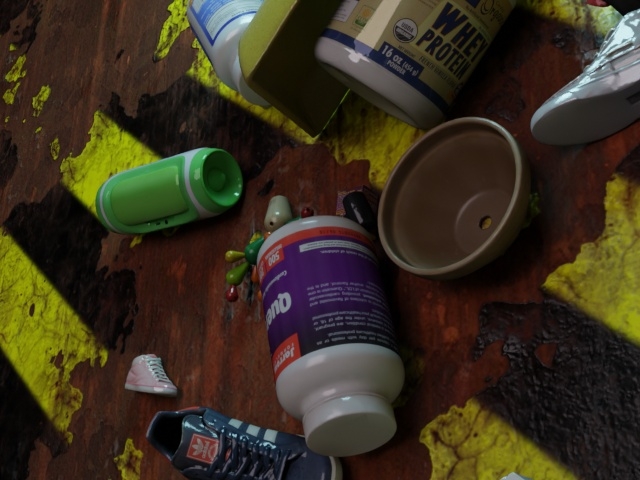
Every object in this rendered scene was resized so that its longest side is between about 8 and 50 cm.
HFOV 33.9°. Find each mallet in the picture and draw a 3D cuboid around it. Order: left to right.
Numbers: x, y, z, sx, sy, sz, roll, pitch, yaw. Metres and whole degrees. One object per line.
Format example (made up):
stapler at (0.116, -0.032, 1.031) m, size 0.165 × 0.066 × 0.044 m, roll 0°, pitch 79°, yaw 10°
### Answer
mallet at (0.000, 0.000, 1.610) m, size 0.190 × 0.039 × 0.062 m, roll -36°, pitch 60°, yaw 7°

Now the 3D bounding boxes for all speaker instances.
speaker at (-0.284, -0.088, 1.954) m, size 0.297 × 0.131 × 0.131 m, roll -11°, pitch 60°, yaw 39°

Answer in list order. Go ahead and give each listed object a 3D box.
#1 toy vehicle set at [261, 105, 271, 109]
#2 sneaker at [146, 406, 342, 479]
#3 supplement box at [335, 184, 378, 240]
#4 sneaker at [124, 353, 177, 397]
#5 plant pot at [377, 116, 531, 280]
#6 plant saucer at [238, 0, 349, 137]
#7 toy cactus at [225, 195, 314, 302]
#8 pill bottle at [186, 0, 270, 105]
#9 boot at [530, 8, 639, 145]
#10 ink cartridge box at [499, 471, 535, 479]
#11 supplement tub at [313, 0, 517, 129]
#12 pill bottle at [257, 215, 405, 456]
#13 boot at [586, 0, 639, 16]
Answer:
toy vehicle set at (-0.057, -0.391, 1.976) m, size 0.166 × 0.035 × 0.266 m, roll -26°, pitch 51°, yaw 31°
sneaker at (-0.127, 0.322, 1.549) m, size 0.350 × 0.148 × 0.131 m, roll 2°, pitch 69°, yaw 44°
supplement box at (0.056, -0.039, 1.659) m, size 0.055 × 0.043 × 0.083 m, roll -14°, pitch 59°, yaw 38°
sneaker at (-0.291, 0.233, 1.829) m, size 0.134 × 0.051 × 0.070 m, roll 1°, pitch 73°, yaw 49°
plant pot at (0.204, -0.043, 1.470) m, size 0.237 × 0.110 × 0.237 m, roll -22°, pitch 53°, yaw 33°
plant saucer at (0.001, -0.359, 1.681) m, size 0.081 × 0.333 × 0.332 m, roll 33°, pitch 92°, yaw 20°
toy cactus at (-0.078, -0.003, 1.738) m, size 0.219 × 0.112 × 0.180 m, roll -39°, pitch 35°, yaw 33°
pill bottle at (-0.135, -0.360, 1.892) m, size 0.152 × 0.152 × 0.272 m, roll -45°, pitch 45°, yaw 15°
boot at (0.399, -0.227, 1.417) m, size 0.258 × 0.095 × 0.123 m, roll -23°, pitch 46°, yaw 23°
ink cartridge box at (0.277, 0.414, 1.130) m, size 0.283 × 0.117 × 0.207 m, roll 32°, pitch 91°, yaw 48°
supplement tub at (0.160, -0.354, 1.602) m, size 0.228 × 0.228 × 0.316 m, roll 35°, pitch 94°, yaw 48°
pill bottle at (0.015, 0.134, 1.495) m, size 0.181 × 0.181 × 0.323 m, roll -33°, pitch 47°, yaw 26°
boot at (0.407, -0.423, 1.442) m, size 0.176 × 0.088 × 0.244 m, roll -37°, pitch 84°, yaw 26°
